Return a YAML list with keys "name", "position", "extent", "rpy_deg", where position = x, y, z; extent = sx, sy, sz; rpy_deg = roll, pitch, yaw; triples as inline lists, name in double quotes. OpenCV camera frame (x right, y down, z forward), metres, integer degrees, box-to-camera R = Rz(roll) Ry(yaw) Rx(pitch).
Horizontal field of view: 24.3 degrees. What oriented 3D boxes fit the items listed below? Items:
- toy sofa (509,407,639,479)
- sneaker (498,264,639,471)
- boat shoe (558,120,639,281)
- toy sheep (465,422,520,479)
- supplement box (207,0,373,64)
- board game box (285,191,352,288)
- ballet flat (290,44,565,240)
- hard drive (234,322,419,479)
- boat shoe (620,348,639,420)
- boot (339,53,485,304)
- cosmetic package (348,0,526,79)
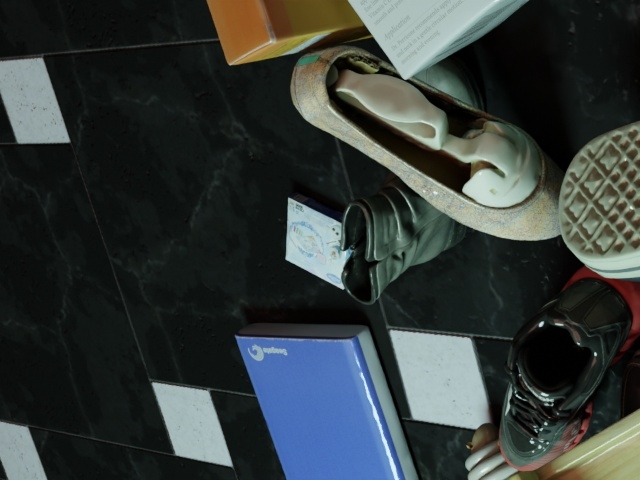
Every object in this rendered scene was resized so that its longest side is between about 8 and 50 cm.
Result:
- name: "toy sofa"
  position: [0.371, 0.205, 1.366]
  extent: [0.362, 0.177, 0.150]
  rpy_deg: [-39, 62, 34]
- name: "sneaker"
  position: [0.230, 0.144, 1.498]
  extent: [0.098, 0.135, 0.276]
  rpy_deg: [38, 131, 21]
- name: "boat shoe"
  position: [0.416, -0.047, 1.184]
  extent: [0.500, 0.156, 0.186]
  rpy_deg: [-13, 66, 52]
- name: "toy sheep"
  position: [0.209, 0.262, 1.645]
  extent: [0.091, 0.091, 0.132]
  rpy_deg: [-52, 57, 47]
- name: "supplement box"
  position: [0.009, -0.228, 1.415]
  extent: [0.080, 0.233, 0.078]
  rpy_deg: [-22, 86, 51]
- name: "board game box"
  position: [0.000, 0.000, 1.733]
  extent: [0.090, 0.020, 0.090]
  rpy_deg: [27, 130, 30]
- name: "ballet flat"
  position: [0.117, -0.091, 1.407]
  extent: [0.316, 0.107, 0.106]
  rpy_deg: [24, 167, -9]
- name: "hard drive"
  position: [0.022, 0.255, 1.854]
  extent: [0.210, 0.040, 0.318]
  rpy_deg: [-2, 113, 45]
- name: "boat shoe"
  position: [0.335, 0.221, 1.503]
  extent: [0.084, 0.079, 0.233]
  rpy_deg: [16, 123, 41]
- name: "boot"
  position: [0.087, -0.060, 1.503]
  extent: [0.083, 0.161, 0.246]
  rpy_deg: [23, 129, 33]
- name: "cosmetic package"
  position: [0.109, -0.278, 1.355]
  extent: [0.183, 0.151, 0.151]
  rpy_deg: [56, 139, 1]
